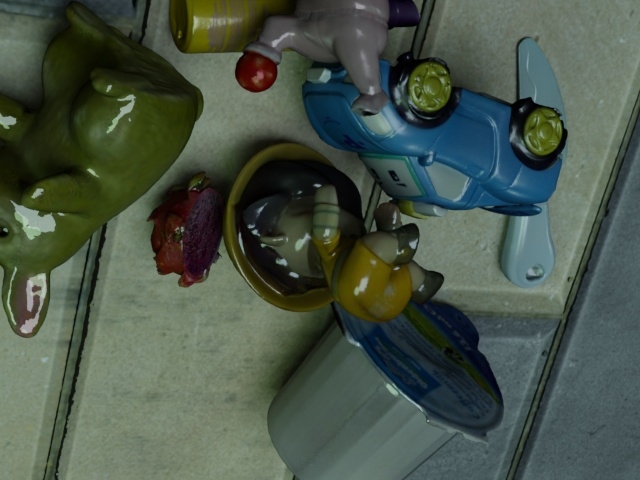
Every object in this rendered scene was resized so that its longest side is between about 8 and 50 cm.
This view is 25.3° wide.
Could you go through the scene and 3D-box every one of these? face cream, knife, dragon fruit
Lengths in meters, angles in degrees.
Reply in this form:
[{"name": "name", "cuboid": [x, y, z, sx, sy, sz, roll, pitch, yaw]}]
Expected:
[{"name": "face cream", "cuboid": [-0.021, -0.242, 1.530, 0.273, 0.078, 0.078, -5, 118, -22]}, {"name": "knife", "cuboid": [0.270, -0.094, 1.770, 0.080, 0.044, 0.331, -9, 116, -19]}, {"name": "dragon fruit", "cuboid": [-0.156, -0.011, 1.594, 0.126, 0.068, 0.112, 72, 38, -54]}]

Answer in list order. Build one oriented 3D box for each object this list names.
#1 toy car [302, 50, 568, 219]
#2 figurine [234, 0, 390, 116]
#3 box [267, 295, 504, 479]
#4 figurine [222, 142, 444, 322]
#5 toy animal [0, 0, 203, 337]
[{"name": "toy car", "cuboid": [0.114, -0.108, 1.572, 0.314, 0.198, 0.166, 17, 86, -32]}, {"name": "figurine", "cuboid": [0.018, -0.274, 1.423, 0.186, 0.176, 0.287, 20, 85, -33]}, {"name": "box", "cuboid": [0.066, 0.186, 1.743, 0.262, 0.291, 0.206, 45, 113, 5]}, {"name": "figurine", "cuboid": [-0.003, 0.004, 1.563, 0.192, 0.257, 0.167, 31, 94, -40]}, {"name": "toy animal", "cuboid": [-0.286, -0.056, 1.436, 0.363, 0.181, 0.180, -45, 140, 6]}]
